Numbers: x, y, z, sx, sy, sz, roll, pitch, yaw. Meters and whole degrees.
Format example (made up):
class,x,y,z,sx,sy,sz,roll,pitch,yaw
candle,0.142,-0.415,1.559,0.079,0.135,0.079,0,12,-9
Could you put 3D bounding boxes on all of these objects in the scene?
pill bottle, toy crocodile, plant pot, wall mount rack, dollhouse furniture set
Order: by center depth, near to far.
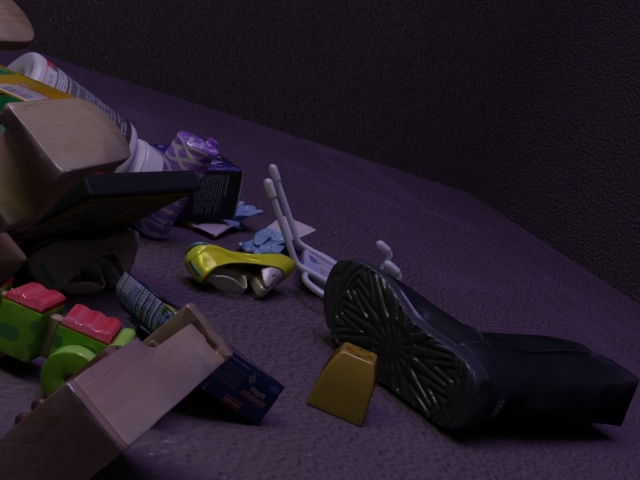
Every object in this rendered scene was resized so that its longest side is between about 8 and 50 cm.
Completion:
class,x,y,z,sx,sy,sz,roll,pitch,yaw
dollhouse furniture set,-0.297,0.031,0.913,0.394,0.362,0.256,50,16,1
toy crocodile,-0.315,0.095,1.138,0.340,0.105,0.115,22,12,2
plant pot,0.038,0.187,1.386,0.081,0.083,0.081,22,13,4
pill bottle,-0.406,-0.165,1.695,0.283,0.161,0.161,38,0,-36
wall mount rack,0.000,0.000,1.925,0.304,0.130,0.350,31,8,-6

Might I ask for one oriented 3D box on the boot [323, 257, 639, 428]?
class,x,y,z,sx,sy,sz,roll,pitch,yaw
boot,0.263,0.170,1.671,0.445,0.146,0.367,4,30,-43

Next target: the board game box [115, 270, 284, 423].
class,x,y,z,sx,sy,sz,roll,pitch,yaw
board game box,-0.168,0.122,1.258,0.194,0.060,0.194,41,-8,-37

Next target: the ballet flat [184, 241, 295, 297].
class,x,y,z,sx,sy,sz,roll,pitch,yaw
ballet flat,-0.126,0.058,1.715,0.231,0.077,0.077,12,36,-43

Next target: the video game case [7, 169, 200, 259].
class,x,y,z,sx,sy,sz,roll,pitch,yaw
video game case,-0.334,-0.032,1.420,0.275,0.248,0.035,-11,78,-67

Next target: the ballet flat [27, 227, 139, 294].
class,x,y,z,sx,sy,sz,roll,pitch,yaw
ballet flat,-0.323,0.036,1.473,0.086,0.086,0.248,26,15,19

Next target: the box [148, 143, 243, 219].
class,x,y,z,sx,sy,sz,roll,pitch,yaw
box,-0.280,-0.115,2.015,0.207,0.108,0.153,-2,24,-37

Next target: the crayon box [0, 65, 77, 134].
class,x,y,z,sx,sy,sz,roll,pitch,yaw
crayon box,-0.495,-0.207,1.405,0.278,0.081,0.165,23,12,4

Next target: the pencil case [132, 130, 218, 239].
class,x,y,z,sx,sy,sz,roll,pitch,yaw
pencil case,-0.262,-0.095,1.831,0.086,0.206,0.088,44,19,28

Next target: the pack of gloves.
class,x,y,z,sx,sy,sz,roll,pitch,yaw
pack of gloves,-0.145,-0.013,2.070,0.195,0.046,0.232,24,23,17
